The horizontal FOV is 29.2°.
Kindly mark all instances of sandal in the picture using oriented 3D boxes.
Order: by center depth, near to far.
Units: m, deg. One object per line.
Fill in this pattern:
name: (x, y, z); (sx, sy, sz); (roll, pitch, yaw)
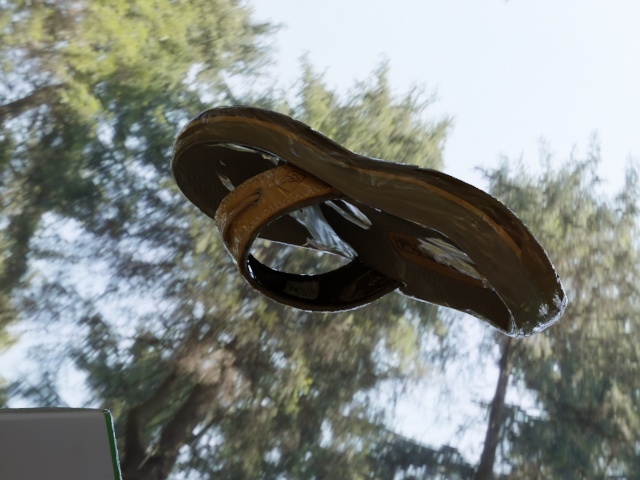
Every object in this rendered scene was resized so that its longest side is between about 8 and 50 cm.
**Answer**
sandal: (0.000, 0.000, 0.406); (0.049, 0.180, 0.072); (-51, -49, -15)

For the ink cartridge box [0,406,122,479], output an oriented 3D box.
ink cartridge box: (-0.185, 0.196, 0.676); (0.208, 0.087, 0.153); (-36, -121, 46)
